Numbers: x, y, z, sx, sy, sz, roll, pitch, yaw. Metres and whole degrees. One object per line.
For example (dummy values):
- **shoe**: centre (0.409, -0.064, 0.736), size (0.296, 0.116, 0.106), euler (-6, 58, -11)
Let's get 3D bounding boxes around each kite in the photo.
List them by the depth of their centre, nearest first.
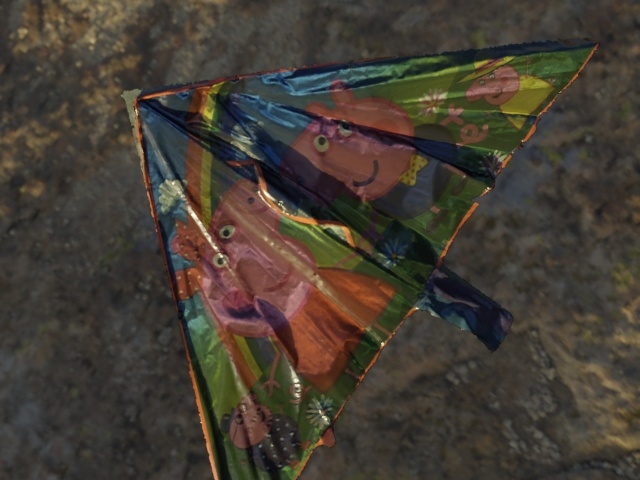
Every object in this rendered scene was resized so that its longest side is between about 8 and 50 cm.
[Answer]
- **kite**: centre (0.000, 0.000, 0.530), size (0.321, 0.234, 0.016), euler (-57, 21, 0)
